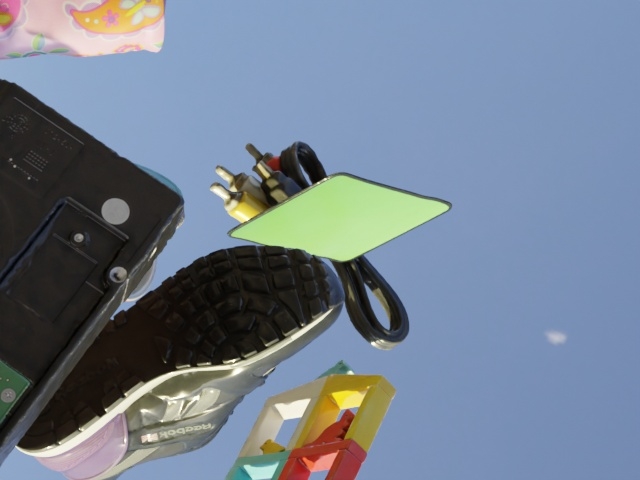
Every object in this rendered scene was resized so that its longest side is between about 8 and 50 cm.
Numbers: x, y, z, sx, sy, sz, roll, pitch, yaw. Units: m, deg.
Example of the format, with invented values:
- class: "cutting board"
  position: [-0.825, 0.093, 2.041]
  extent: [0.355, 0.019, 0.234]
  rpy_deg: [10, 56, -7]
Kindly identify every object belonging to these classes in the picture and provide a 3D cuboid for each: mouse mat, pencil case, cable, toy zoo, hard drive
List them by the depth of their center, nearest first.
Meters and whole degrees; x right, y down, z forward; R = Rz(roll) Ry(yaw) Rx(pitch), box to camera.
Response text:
- class: "hard drive"
  position: [-0.270, 0.046, 0.954]
  extent: [0.339, 0.237, 0.064]
  rpy_deg: [-56, 178, -24]
- class: "pencil case"
  position: [-0.286, -0.226, 1.500]
  extent: [0.124, 0.284, 0.124]
  rpy_deg: [173, -90, -75]
- class: "mouse mat"
  position: [0.021, -0.020, 1.567]
  extent: [0.153, 0.190, 0.007]
  rpy_deg: [-27, -115, 34]
- class: "toy zoo"
  position: [-0.027, 0.246, 1.758]
  extent: [0.192, 0.030, 0.293]
  rpy_deg: [-16, -144, 45]
- class: "cable"
  position: [0.000, 0.000, 1.844]
  extent: [0.072, 0.287, 0.139]
  rpy_deg: [-31, -165, 41]

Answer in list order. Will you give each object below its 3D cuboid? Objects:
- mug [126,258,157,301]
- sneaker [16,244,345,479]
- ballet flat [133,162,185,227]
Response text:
- class: "mug"
  position: [-0.231, -0.008, 1.205]
  extent: [0.169, 0.150, 0.113]
  rpy_deg: [-15, -156, 25]
- class: "sneaker"
  position: [-0.101, 0.102, 1.269]
  extent: [0.283, 0.124, 0.107]
  rpy_deg: [-26, -128, 10]
- class: "ballet flat"
  position: [-0.388, -0.050, 1.721]
  extent: [0.182, 0.483, 0.164]
  rpy_deg: [-60, -146, 20]
